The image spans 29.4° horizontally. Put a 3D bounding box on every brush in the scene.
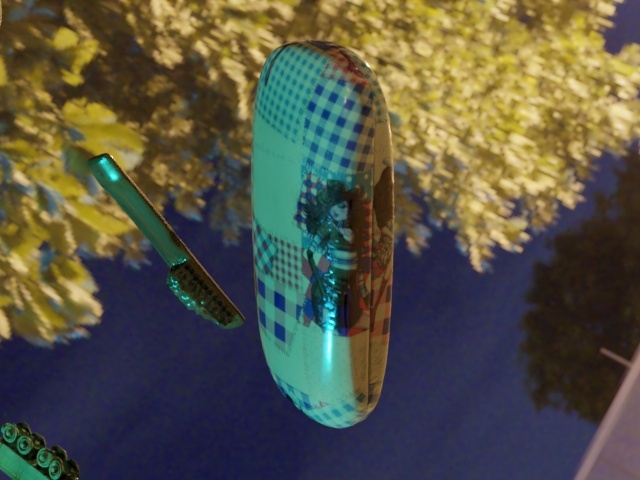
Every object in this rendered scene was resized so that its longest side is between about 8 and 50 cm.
[{"bbox_3d":[-0.130,0.009,1.001,0.190,0.034,0.027,54,-131,-23],"label":"brush"}]

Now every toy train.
[{"bbox_3d":[-0.366,0.290,1.573,0.038,0.148,0.071,5,-71,-55],"label":"toy train"}]

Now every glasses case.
[{"bbox_3d":[0.000,0.000,0.990,0.076,0.125,0.327,-19,-60,-38],"label":"glasses case"}]
